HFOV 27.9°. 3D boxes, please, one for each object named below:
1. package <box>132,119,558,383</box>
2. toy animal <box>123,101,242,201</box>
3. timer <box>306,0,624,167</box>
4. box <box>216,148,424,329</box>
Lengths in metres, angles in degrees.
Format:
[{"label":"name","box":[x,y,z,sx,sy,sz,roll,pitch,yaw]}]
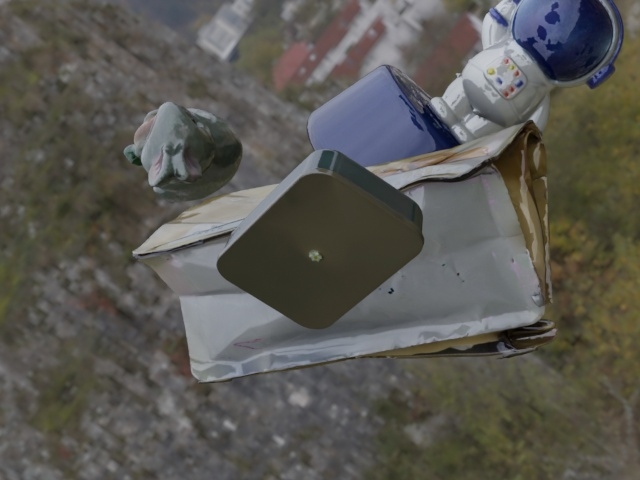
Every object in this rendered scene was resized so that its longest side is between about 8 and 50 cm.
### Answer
[{"label":"package","box":[0.036,0.023,1.076,0.311,0.165,0.221,-12,10,19]},{"label":"toy animal","box":[-0.148,-0.104,1.426,0.236,0.138,0.108,157,107,-81]},{"label":"timer","box":[0.201,-0.172,1.584,0.383,0.270,0.270,-42,13,14]},{"label":"box","box":[0.000,0.000,0.806,0.126,0.091,0.031,-43,22,42]}]
